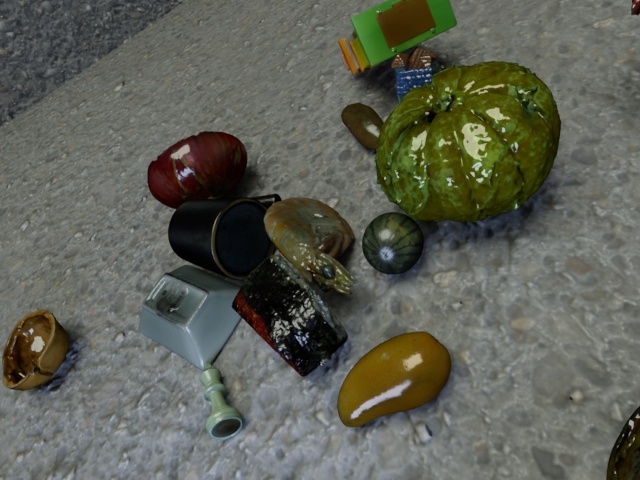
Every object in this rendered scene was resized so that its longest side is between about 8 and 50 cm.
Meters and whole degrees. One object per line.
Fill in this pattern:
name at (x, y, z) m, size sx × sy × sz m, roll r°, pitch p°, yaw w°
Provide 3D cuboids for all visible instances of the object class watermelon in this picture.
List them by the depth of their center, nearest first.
watermelon at (0.131, 0.001, 0.780) m, size 0.105 × 0.105 × 0.133 m, roll 4°, pitch 21°, yaw 32°

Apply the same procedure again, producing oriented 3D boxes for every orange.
orange at (0.235, -0.148, 0.748) m, size 0.301 × 0.223 × 0.300 m, roll -25°, pitch 36°, yaw 16°

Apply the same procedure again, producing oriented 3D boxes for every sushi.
sushi at (-0.056, 0.122, 0.766) m, size 0.126 × 0.136 × 0.225 m, roll -45°, pitch 40°, yaw -12°

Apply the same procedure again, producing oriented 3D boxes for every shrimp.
shrimp at (0.000, 0.000, 0.838) m, size 0.168 × 0.077 × 0.317 m, roll -13°, pitch 38°, yaw -22°

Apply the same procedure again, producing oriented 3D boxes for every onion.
onion at (-0.288, -0.159, 1.076) m, size 0.247 × 0.162 × 0.248 m, roll -26°, pitch 12°, yaw 6°

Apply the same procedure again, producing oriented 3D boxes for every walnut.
walnut at (-0.642, 0.254, 1.033) m, size 0.167 × 0.087 × 0.211 m, roll -50°, pitch 45°, yaw -4°

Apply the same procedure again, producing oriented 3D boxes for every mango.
mango at (0.103, 0.201, 0.649) m, size 0.184 × 0.085 × 0.102 m, roll -37°, pitch 49°, yaw 14°

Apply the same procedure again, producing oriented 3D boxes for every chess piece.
chess piece at (-0.182, 0.270, 0.783) m, size 0.059 × 0.059 × 0.149 m, roll -38°, pitch 39°, yaw -1°

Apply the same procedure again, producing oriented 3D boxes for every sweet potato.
sweet potato at (0.115, -0.246, 0.991) m, size 0.077 × 0.077 × 0.244 m, roll -36°, pitch 45°, yaw 0°

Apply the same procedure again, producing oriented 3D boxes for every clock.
clock at (0.156, -0.477, 1.064) m, size 0.219 × 0.106 × 0.255 m, roll -28°, pitch 12°, yaw -7°

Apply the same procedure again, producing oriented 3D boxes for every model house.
model house at (0.216, -0.352, 0.964) m, size 0.119 × 0.149 × 0.148 m, roll 7°, pitch 62°, yaw 33°

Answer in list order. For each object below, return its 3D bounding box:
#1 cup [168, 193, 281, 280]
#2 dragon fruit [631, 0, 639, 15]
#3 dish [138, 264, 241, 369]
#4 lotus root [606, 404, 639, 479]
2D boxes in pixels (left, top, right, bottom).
cup at (-0.188, -0.015, 0.971) m, size 0.176 × 0.239 × 0.166 m, roll 7°, pitch 101°, yaw 40°
dragon fruit at (0.670, -0.327, 0.623) m, size 0.386 × 0.249 × 0.371 m, roll 11°, pitch 78°, yaw 40°
dish at (-0.279, 0.133, 0.923) m, size 0.243 × 0.080 × 0.182 m, roll 14°, pitch 64°, yaw 38°
lotus root at (0.440, 0.172, 0.405) m, size 0.397 × 0.179 × 0.196 m, roll -39°, pitch 48°, yaw -1°
